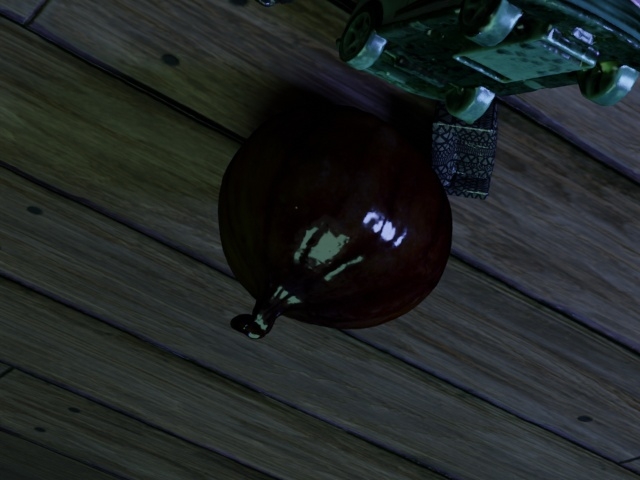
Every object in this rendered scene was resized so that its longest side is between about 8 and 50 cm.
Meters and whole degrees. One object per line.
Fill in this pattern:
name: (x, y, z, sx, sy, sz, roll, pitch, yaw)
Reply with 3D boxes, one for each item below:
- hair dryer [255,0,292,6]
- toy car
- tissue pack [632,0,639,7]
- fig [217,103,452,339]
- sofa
hair dryer: (0.012, -0.239, 0.955, 0.197, 0.251, 0.089, -22, 124, 42)
toy car: (0.135, -0.177, 1.139, 0.136, 0.125, 0.306, 22, 171, -26)
tissue pack: (0.252, -0.233, 0.982, 0.246, 0.148, 0.092, 33, 145, -28)
fig: (0.011, -0.013, 1.374, 0.235, 0.214, 0.235, 9, 127, 13)
sofa: (0.135, -0.087, 1.373, 0.060, 0.039, 0.118, 7, 150, 7)
